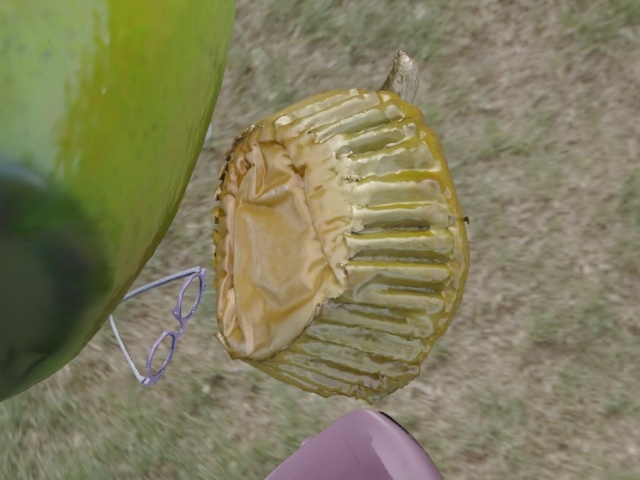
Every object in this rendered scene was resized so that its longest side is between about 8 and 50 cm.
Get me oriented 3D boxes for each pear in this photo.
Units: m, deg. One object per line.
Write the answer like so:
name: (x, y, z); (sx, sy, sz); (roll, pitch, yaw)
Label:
pear: (-0.211, -0.029, 0.633); (0.399, 0.399, 0.165); (-1, 61, -12)

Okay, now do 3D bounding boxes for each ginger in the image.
ginger: (0.061, -0.134, 1.580); (0.044, 0.137, 0.057); (31, 51, -12)

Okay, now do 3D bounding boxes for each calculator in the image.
calculator: (0.029, 0.271, 1.537); (0.194, 0.294, 0.043); (-39, 122, 1)

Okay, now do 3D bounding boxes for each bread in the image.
bread: (0.002, -0.002, 1.165); (0.139, 0.240, 0.240); (8, 86, -40)

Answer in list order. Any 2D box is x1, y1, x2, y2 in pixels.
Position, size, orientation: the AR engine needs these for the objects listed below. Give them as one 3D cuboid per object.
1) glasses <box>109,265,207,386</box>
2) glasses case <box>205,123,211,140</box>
glasses: (-0.194, 0.076, 1.649); (0.104, 0.062, 0.140); (19, 74, 17)
glasses case: (-0.172, -0.154, 1.608); (0.041, 0.063, 0.164); (-33, 136, 21)
